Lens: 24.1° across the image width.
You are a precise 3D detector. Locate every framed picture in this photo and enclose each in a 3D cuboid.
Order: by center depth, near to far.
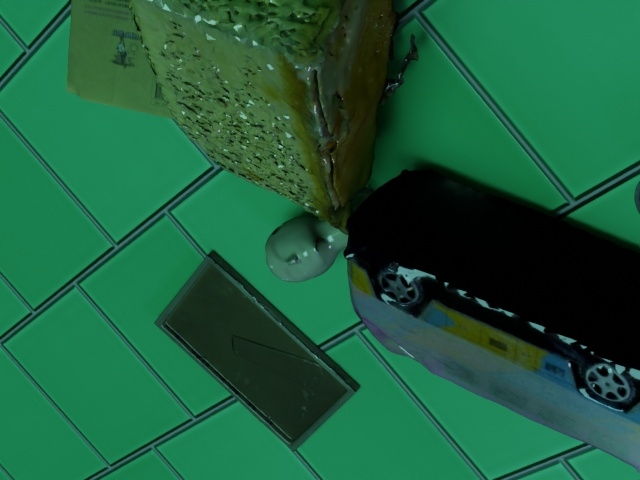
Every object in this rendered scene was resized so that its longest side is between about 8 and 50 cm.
[{"bbox_3d":[-0.084,0.143,1.882,0.250,0.016,0.184,42,138,2],"label":"framed picture"}]

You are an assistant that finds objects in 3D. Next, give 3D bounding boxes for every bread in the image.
[{"bbox_3d":[-0.023,-0.209,1.479,0.248,0.279,0.315,22,165,17],"label":"bread"}]

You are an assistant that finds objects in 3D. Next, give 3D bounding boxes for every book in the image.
[{"bbox_3d":[-0.203,-0.237,1.615,0.168,0.013,0.192,15,107,28],"label":"book"}]

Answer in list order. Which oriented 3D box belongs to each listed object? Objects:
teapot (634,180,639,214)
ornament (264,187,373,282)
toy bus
[{"bbox_3d":[0.335,-0.036,1.386,0.066,0.057,0.088,-12,112,44],"label":"teapot"},{"bbox_3d":[0.000,0.000,1.658,0.156,0.081,0.075,-23,104,41],"label":"ornament"},{"bbox_3d":[0.203,0.081,1.500,0.386,0.171,0.162,25,138,21],"label":"toy bus"}]
